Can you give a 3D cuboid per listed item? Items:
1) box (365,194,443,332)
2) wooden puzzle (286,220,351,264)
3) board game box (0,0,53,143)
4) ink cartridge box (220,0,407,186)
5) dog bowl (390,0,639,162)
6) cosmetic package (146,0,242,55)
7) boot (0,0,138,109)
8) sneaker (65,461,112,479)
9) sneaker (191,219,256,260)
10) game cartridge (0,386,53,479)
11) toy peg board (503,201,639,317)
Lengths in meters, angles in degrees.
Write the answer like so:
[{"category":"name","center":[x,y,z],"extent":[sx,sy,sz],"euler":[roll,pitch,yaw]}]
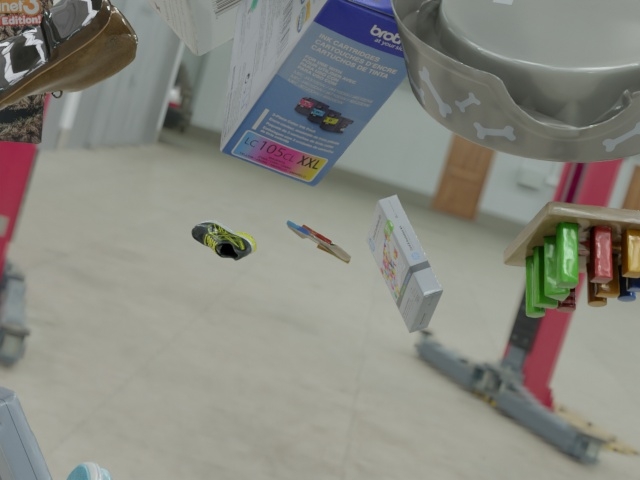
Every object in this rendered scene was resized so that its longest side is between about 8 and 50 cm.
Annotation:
[{"category":"box","center":[0.136,0.039,2.036],"extent":[0.038,0.186,0.145],"euler":[-17,-24,-15]},{"category":"wooden puzzle","center":[0.000,0.000,1.545],"extent":[0.078,0.014,0.116],"euler":[27,-5,15]},{"category":"board game box","center":[-0.557,-0.310,1.959],"extent":[0.232,0.291,0.141],"euler":[1,9,-29]},{"category":"ink cartridge box","center":[0.024,-0.290,1.535],"extent":[0.151,0.270,0.395],"euler":[17,-36,-19]},{"category":"dog bowl","center":[0.244,-0.203,1.265],"extent":[0.348,0.102,0.349],"euler":[0,37,0]},{"category":"cosmetic package","center":[-0.252,-0.510,2.035],"extent":[0.385,0.156,0.217],"euler":[46,-22,34]},{"category":"boot","center":[-0.381,-0.217,1.662],"extent":[0.115,0.305,0.112],"euler":[42,27,-51]},{"category":"sneaker","center":[-0.299,0.503,1.940],"extent":[0.208,0.319,0.127],"euler":[3,-9,-38]},{"category":"sneaker","center":[-0.115,0.000,1.413],"extent":[0.083,0.031,0.035],"euler":[14,30,25]},{"category":"game cartridge","center":[-0.427,0.268,1.576],"extent":[0.062,0.198,0.297],"euler":[-33,22,-32]},{"category":"toy peg board","center":[0.289,0.031,1.290],"extent":[0.160,0.079,0.161],"euler":[6,-20,-7]}]
